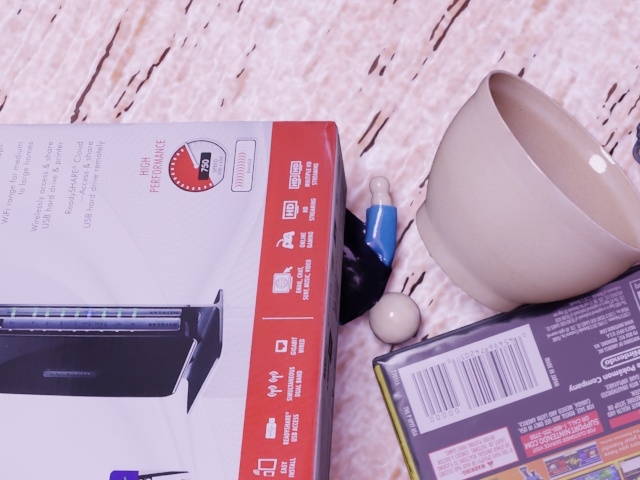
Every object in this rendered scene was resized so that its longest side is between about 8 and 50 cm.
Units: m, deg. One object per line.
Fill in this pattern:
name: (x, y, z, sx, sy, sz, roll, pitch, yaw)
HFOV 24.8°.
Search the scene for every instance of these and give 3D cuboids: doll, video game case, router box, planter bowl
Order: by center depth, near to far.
router box: (-0.142, 0.084, 0.910, 0.301, 0.082, 0.335, -1, 58, 6)
planter bowl: (0.134, -0.020, 0.984, 0.162, 0.162, 0.109, 48, 114, 8)
video game case: (0.204, 0.155, 1.007, 0.275, 0.035, 0.248, -19, 81, 0)
doll: (0.000, 0.000, 1.033, 0.129, 0.046, 0.189, -44, 82, -2)

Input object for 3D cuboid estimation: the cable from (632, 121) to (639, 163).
cable: (0.323, -0.078, 1.030, 0.184, 0.047, 0.150, 25, 80, 9)
